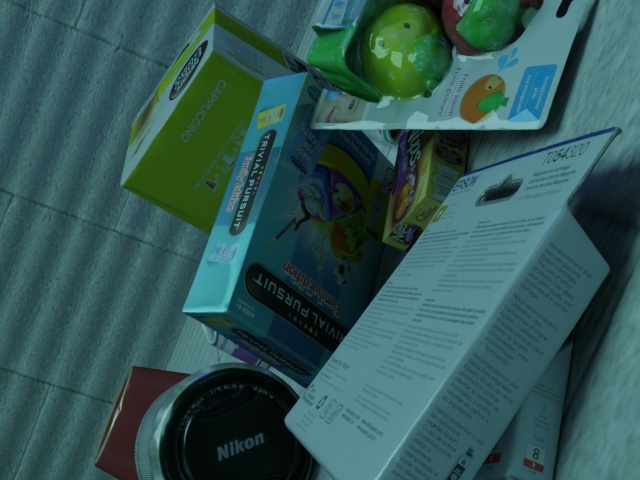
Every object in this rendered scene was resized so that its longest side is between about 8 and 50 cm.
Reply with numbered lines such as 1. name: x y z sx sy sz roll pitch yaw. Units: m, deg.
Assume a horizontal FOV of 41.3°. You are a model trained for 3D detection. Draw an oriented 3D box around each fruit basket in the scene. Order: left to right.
1. fruit basket: 0.149 -0.272 0.958 0.353 0.165 0.327 7 70 55

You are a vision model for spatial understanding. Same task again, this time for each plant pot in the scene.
1. plant pot: -0.279 0.368 1.609 0.275 0.243 0.275 -158 90 -79

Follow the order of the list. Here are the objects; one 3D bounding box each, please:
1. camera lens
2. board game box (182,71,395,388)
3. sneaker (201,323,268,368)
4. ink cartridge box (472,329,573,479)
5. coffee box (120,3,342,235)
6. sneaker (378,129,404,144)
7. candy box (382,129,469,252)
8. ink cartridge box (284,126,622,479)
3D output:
1. camera lens: -0.143 0.292 1.192 0.274 0.219 0.219 141 148 -67
2. board game box: -0.018 -0.006 1.113 0.079 0.254 0.336 -3 60 38
3. sneaker: -0.154 0.118 1.700 0.282 0.161 0.102 -83 18 -55
4. ink cartridge box: 0.142 0.116 0.683 0.145 0.045 0.179 137 150 -62
5. coffee box: -0.173 -0.226 1.763 0.338 0.338 0.334 -51 23 21
6. sneaker: 0.138 -0.217 1.290 0.161 0.057 0.075 -59 33 30
7. candy box: 0.134 -0.088 1.053 0.109 0.053 0.187 130 157 -51
8. ink cartridge box: 0.111 0.071 0.743 0.330 0.071 0.324 -52 7 -8
